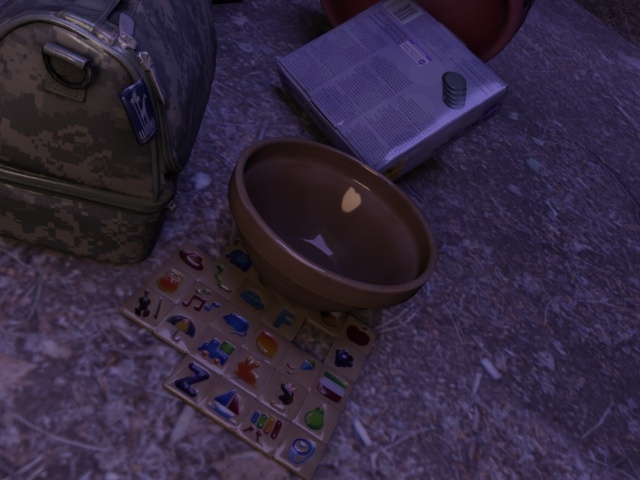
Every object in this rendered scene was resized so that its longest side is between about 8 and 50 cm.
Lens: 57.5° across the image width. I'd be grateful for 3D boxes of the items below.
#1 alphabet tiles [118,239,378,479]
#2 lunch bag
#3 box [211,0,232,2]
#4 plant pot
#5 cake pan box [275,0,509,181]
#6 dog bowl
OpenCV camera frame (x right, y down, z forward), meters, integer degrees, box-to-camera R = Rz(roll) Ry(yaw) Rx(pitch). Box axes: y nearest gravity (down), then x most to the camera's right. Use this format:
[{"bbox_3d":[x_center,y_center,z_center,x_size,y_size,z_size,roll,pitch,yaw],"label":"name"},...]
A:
[{"bbox_3d":[-0.072,0.097,0.596,0.237,0.009,0.198,32,42,2],"label":"alphabet tiles"},{"bbox_3d":[-0.216,-0.164,0.576,0.212,0.256,0.305,16,45,-16],"label":"lunch bag"},{"bbox_3d":[-0.208,-0.532,0.971,0.168,0.203,0.167,-27,67,-43],"label":"box"},{"bbox_3d":[0.000,0.000,0.643,0.237,0.110,0.237,21,35,-15],"label":"plant pot"},{"bbox_3d":[0.099,-0.237,0.883,0.245,0.070,0.267,-34,68,-12],"label":"cake pan box"},{"bbox_3d":[0.175,-0.445,0.988,0.407,0.408,0.151,21,70,-11],"label":"dog bowl"}]
